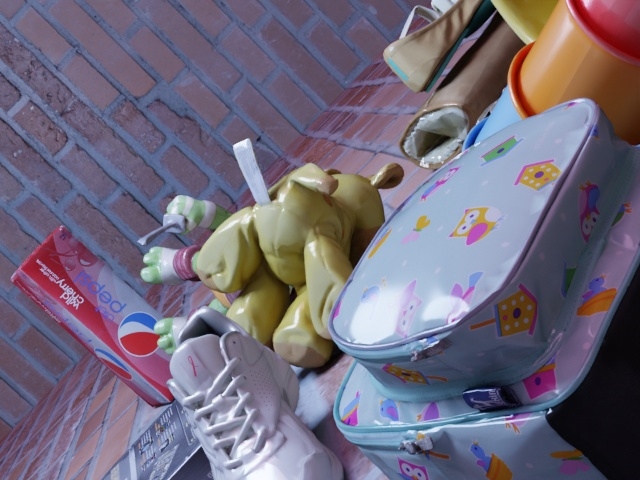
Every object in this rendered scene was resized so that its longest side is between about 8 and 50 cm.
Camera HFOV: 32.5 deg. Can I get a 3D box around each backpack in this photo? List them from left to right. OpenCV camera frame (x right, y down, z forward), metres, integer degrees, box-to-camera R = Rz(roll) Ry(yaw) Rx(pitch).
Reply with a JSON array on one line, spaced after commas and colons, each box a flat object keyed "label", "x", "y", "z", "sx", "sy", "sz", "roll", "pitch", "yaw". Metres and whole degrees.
[{"label": "backpack", "x": 0.088, "y": 0.040, "z": 0.488, "sx": 0.188, "sy": 0.144, "sz": 0.165, "roll": -38, "pitch": 17, "yaw": 55}]

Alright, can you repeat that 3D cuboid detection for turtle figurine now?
[{"label": "turtle figurine", "x": -0.147, "y": 0.059, "z": 1.256, "sx": 0.274, "sy": 0.198, "sz": 0.266, "roll": -48, "pitch": 15, "yaw": -30}]

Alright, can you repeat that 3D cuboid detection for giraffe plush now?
[{"label": "giraffe plush", "x": 0.000, "y": 0.000, "z": 1.032, "sx": 0.182, "sy": 0.210, "sz": 0.170, "roll": 0, "pitch": 10, "yaw": 34}]

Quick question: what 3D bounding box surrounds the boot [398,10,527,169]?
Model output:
[{"label": "boot", "x": 0.218, "y": -0.218, "z": 1.225, "sx": 0.269, "sy": 0.089, "sz": 0.236, "roll": -50, "pitch": -3, "yaw": -31}]

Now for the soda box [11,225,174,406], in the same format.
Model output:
[{"label": "soda box", "x": -0.282, "y": 0.104, "z": 1.460, "sx": 0.083, "sy": 0.263, "sz": 0.092, "roll": -51, "pitch": 10, "yaw": -25}]

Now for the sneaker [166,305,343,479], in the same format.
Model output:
[{"label": "sneaker", "x": -0.062, "y": 0.124, "z": 0.763, "sx": 0.090, "sy": 0.115, "sz": 0.232, "roll": -39, "pitch": 28, "yaw": 1}]

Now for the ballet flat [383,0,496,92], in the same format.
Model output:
[{"label": "ballet flat", "x": 0.148, "y": -0.257, "z": 1.256, "sx": 0.232, "sy": 0.073, "sz": 0.080, "roll": -51, "pitch": -5, "yaw": -38}]

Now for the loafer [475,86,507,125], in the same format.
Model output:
[{"label": "loafer", "x": 0.191, "y": -0.123, "z": 1.019, "sx": 0.050, "sy": 0.056, "sz": 0.148, "roll": -53, "pitch": 2, "yaw": -36}]

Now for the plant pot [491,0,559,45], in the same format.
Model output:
[{"label": "plant pot", "x": 0.268, "y": -0.288, "z": 0.872, "sx": 0.239, "sy": 0.254, "sz": 0.254, "roll": -31, "pitch": 6, "yaw": -14}]

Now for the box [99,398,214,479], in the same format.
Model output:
[{"label": "box", "x": -0.117, "y": 0.195, "z": 0.982, "sx": 0.183, "sy": 0.056, "sz": 0.231, "roll": -47, "pitch": 10, "yaw": -6}]

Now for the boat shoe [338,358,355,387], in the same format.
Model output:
[{"label": "boat shoe", "x": 0.055, "y": 0.051, "z": 0.834, "sx": 0.170, "sy": 0.059, "sz": 0.063, "roll": -52, "pitch": 11, "yaw": -35}]

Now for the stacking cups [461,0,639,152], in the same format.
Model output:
[{"label": "stacking cups", "x": 0.128, "y": -0.054, "z": 0.567, "sx": 0.096, "sy": 0.096, "sz": 0.316, "roll": -53, "pitch": -7, "yaw": -38}]
